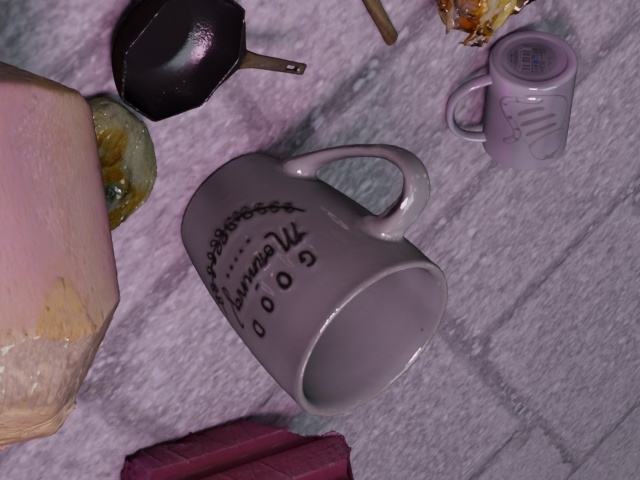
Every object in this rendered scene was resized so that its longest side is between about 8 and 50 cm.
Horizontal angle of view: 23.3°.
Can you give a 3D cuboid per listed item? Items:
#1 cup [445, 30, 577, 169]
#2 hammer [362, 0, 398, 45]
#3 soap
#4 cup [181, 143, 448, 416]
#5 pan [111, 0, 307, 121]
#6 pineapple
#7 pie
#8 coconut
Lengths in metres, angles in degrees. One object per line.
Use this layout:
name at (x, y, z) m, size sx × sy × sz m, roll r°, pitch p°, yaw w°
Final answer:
cup at (0.220, -0.148, 1.740) m, size 0.136 × 0.099 × 0.133 m, roll -32°, pitch 146°, yaw -24°
hammer at (0.043, -0.239, 1.507) m, size 0.062 × 0.017 × 0.182 m, roll -43°, pitch 149°, yaw -4°
soap at (-0.078, 0.302, 1.819) m, size 0.289 × 0.182 × 0.112 m, roll -15°, pitch 141°, yaw -40°
cup at (0.000, 0.000, 1.516) m, size 0.186 × 0.234 × 0.258 m, roll 3°, pitch 125°, yaw -51°
pan at (-0.112, -0.159, 1.380) m, size 0.128 × 0.048 × 0.202 m, roll -48°, pitch 147°, yaw 5°
pineapple at (0.177, -0.302, 1.530) m, size 0.186 × 0.114 × 0.236 m, roll -31°, pitch 155°, yaw -24°
pie at (-0.222, -0.045, 1.385) m, size 0.187 × 0.041 × 0.186 m, roll -31°, pitch 145°, yaw -25°
coconut at (-0.298, -0.001, 1.117) m, size 0.298 × 0.309 × 0.297 m, roll -11°, pitch 167°, yaw -2°
